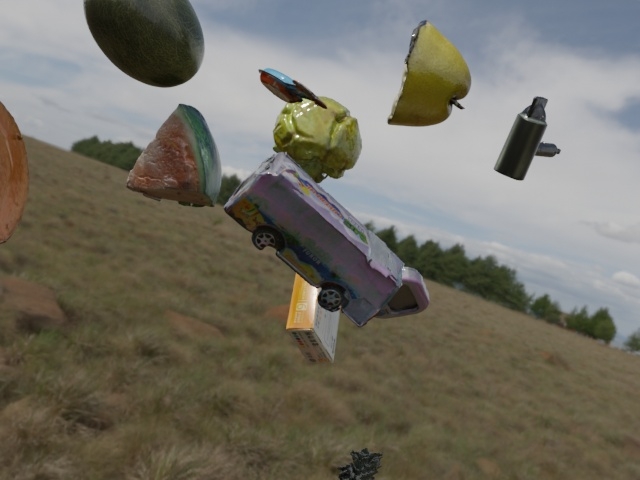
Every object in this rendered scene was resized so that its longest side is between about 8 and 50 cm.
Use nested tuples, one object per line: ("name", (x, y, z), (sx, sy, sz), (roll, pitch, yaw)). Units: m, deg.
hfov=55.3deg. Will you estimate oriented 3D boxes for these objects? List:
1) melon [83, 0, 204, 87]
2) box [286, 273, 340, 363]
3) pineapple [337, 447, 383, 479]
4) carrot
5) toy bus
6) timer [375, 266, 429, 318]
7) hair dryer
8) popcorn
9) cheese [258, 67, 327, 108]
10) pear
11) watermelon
("melon", (-0.410, -0.501, 1.443), (0.237, 0.237, 0.301), (18, -24, 43))
("box", (-0.014, 0.202, 1.834), (0.091, 0.273, 0.220), (-5, -37, 17))
("pineapple", (0.083, 0.691, 1.660), (0.158, 0.278, 0.158), (22, -24, 10))
("carrot", (-0.650, -0.132, 1.138), (0.100, 0.307, 0.258), (-6, 18, 9))
("toy bus", (0.000, 0.000, 1.013), (0.317, 0.138, 0.112), (40, 34, -15))
("timer", (0.201, 0.147, 1.710), (0.191, 0.069, 0.208), (-11, -38, 15))
("hair dryer", (0.544, -0.251, 1.508), (0.248, 0.195, 0.078), (-5, 32, -46))
("popcorn", (-0.005, -0.253, 1.488), (0.221, 0.204, 0.184), (30, -28, -10))
("cheese", (-0.061, -0.301, 1.216), (0.106, 0.037, 0.256), (35, 2, -31))
("pear", (0.278, -0.388, 1.495), (0.178, 0.266, 0.267), (17, 0, 0))
("watermelon", (-0.355, -0.171, 1.676), (0.222, 0.319, 0.292), (45, 10, 14))
